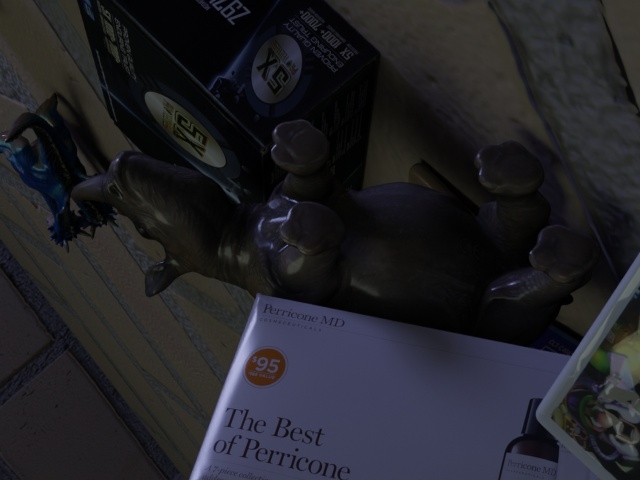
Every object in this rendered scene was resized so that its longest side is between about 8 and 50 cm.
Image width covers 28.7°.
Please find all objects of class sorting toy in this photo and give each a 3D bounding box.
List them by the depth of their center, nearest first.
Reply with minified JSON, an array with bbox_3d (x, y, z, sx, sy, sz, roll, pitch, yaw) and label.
[{"bbox_3d":[0.075,0.002,0.647,0.083,0.012,0.062,47,160,23],"label":"sorting toy"}]

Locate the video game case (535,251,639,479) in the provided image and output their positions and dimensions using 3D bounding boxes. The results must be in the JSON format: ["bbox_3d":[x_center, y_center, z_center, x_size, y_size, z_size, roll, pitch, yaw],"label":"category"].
[{"bbox_3d":[0.167,0.055,0.378,0.173,0.022,0.190,43,140,21],"label":"video game case"}]

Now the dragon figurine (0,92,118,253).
[{"bbox_3d":[-0.259,-0.063,1.266,0.144,0.085,0.289,51,165,-6],"label":"dragon figurine"}]

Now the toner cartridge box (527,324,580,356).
[{"bbox_3d":[0.198,0.171,0.591,0.348,0.075,0.165,35,160,43],"label":"toner cartridge box"}]

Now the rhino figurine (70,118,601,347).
[{"bbox_3d":[0.000,0.000,0.568,0.243,0.073,0.106,8,154,9],"label":"rhino figurine"}]

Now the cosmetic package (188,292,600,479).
[{"bbox_3d":[0.074,0.095,0.513,0.239,0.098,0.060,10,148,15],"label":"cosmetic package"}]

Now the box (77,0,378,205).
[{"bbox_3d":[-0.051,-0.080,0.680,0.147,0.077,0.180,45,163,14],"label":"box"}]
